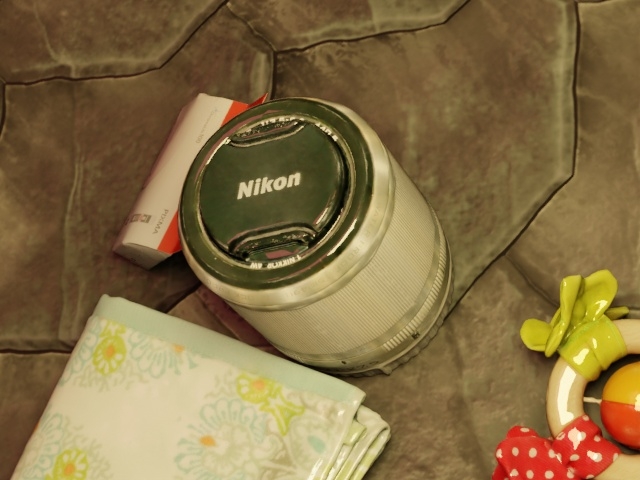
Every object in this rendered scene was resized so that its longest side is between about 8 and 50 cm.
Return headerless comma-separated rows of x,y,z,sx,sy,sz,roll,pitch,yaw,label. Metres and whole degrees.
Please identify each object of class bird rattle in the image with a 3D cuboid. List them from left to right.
0.273,0.159,1.799,0.207,0.143,0.253,6,72,8,bird rattle

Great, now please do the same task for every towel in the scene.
-0.146,0.252,1.950,0.374,0.090,0.320,19,75,29,towel

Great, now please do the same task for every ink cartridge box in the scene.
-0.144,-0.071,2.028,0.066,0.232,0.189,28,77,-7,ink cartridge box

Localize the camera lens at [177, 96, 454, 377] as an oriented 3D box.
0.000,0.000,1.893,0.219,0.274,0.219,-9,64,19,camera lens
